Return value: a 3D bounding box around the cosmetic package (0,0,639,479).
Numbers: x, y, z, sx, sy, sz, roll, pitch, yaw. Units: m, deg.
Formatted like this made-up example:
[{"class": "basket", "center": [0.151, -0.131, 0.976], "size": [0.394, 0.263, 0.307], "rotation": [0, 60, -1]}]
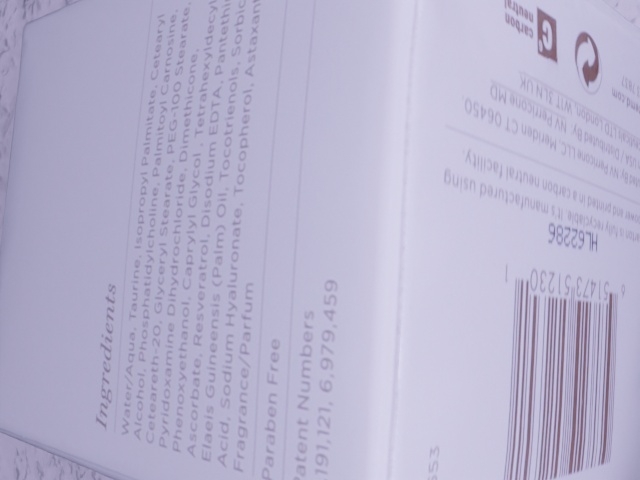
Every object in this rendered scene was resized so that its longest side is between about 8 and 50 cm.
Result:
[{"class": "cosmetic package", "center": [0.000, 0.000, 0.542], "size": [0.394, 0.329, 0.327], "rotation": [0, 84, 42]}]
